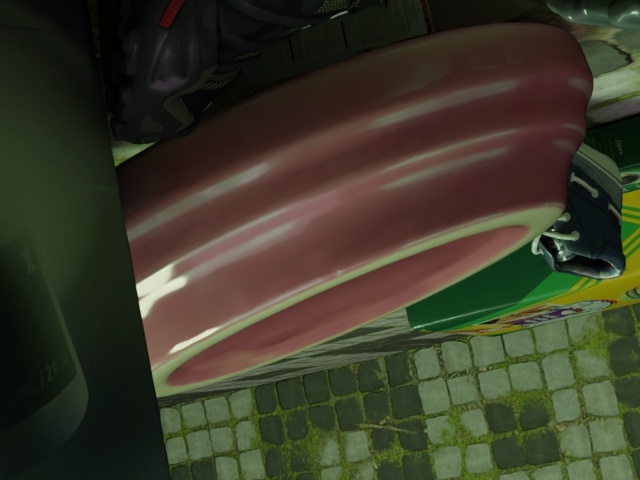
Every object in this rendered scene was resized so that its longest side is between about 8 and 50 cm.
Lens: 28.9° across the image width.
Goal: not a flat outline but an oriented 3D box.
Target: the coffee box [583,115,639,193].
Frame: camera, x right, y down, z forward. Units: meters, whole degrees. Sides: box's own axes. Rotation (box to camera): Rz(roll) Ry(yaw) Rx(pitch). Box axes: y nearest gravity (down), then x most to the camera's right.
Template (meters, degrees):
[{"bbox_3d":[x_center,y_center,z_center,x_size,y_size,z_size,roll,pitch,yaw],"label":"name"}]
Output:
[{"bbox_3d":[0.233,-0.063,1.013,0.184,0.040,0.113,-16,168,29],"label":"coffee box"}]

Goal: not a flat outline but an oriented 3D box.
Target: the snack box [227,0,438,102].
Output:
[{"bbox_3d":[0.013,-0.086,0.635,0.100,0.037,0.141,-12,171,9],"label":"snack box"}]

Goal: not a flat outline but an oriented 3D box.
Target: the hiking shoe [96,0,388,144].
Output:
[{"bbox_3d":[-0.017,-0.091,0.428,0.114,0.086,0.227,-5,168,-15],"label":"hiking shoe"}]

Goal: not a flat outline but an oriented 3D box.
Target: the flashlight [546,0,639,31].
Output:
[{"bbox_3d":[0.227,-0.121,0.532,0.304,0.103,0.103,-2,141,-27],"label":"flashlight"}]

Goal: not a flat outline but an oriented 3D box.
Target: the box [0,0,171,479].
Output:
[{"bbox_3d":[-0.226,0.058,0.439,0.296,0.294,0.182,-4,166,-38],"label":"box"}]

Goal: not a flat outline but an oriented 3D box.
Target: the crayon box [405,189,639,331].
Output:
[{"bbox_3d":[0.291,0.027,1.410,0.313,0.106,0.363,-14,170,20],"label":"crayon box"}]

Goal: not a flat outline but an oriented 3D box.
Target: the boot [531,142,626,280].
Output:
[{"bbox_3d":[0.159,-0.031,0.881,0.190,0.086,0.069,17,151,-41],"label":"boot"}]

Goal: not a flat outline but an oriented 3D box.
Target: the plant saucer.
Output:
[{"bbox_3d":[0.000,0.000,0.664,0.332,0.084,0.332,-23,171,-4],"label":"plant saucer"}]
